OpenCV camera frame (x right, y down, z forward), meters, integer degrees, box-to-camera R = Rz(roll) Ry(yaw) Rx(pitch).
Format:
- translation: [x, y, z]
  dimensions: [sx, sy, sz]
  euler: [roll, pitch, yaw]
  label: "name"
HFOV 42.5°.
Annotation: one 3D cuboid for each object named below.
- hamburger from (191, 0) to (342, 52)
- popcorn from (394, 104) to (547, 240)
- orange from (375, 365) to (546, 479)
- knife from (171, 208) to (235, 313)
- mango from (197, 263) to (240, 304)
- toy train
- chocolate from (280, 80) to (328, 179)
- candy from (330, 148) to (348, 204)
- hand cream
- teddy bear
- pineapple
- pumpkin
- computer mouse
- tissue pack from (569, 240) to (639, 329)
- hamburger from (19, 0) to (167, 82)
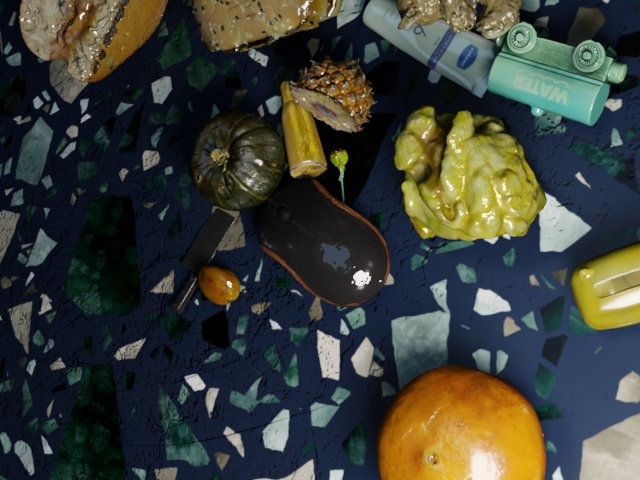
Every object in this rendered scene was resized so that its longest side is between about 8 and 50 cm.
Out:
- translation: [-0.126, -0.552, 1.748]
  dimensions: [0.318, 0.195, 0.276]
  euler: [-11, 101, 30]
  label: "hamburger"
- translation: [0.263, -0.107, 1.436]
  dimensions: [0.250, 0.242, 0.235]
  euler: [15, 82, 28]
  label: "popcorn"
- translation: [0.226, 0.348, 1.344]
  dimensions: [0.284, 0.226, 0.284]
  euler: [-8, 76, 33]
  label: "orange"
- translation: [-0.271, 0.044, 1.816]
  dimensions: [0.072, 0.019, 0.245]
  euler: [30, 89, 35]
  label: "knife"
- translation: [-0.219, 0.090, 1.748]
  dimensions: [0.114, 0.060, 0.080]
  euler: [37, 111, 29]
  label: "mango"
- translation: [0.419, -0.302, 1.491]
  dimensions: [0.248, 0.101, 0.159]
  euler: [28, 107, 32]
  label: "toy train"
- translation: [-0.045, -0.239, 1.728]
  dimensions: [0.086, 0.085, 0.219]
  euler: [-21, 68, 23]
  label: "chocolate"
- translation: [0.041, -0.129, 1.684]
  dimensions: [0.035, 0.035, 0.123]
  euler: [158, 109, -70]
  label: "candy"
- translation: [0.221, -0.402, 1.651]
  dimensions: [0.321, 0.067, 0.109]
  euler: [35, 94, 23]
  label: "hand cream"
- translation: [0.257, -0.483, 1.558]
  dimensions: [0.256, 0.156, 0.267]
  euler: [-13, 43, 37]
  label: "teddy bear"
- translation: [0.041, -0.315, 1.659]
  dimensions: [0.176, 0.161, 0.137]
  euler: [26, 79, 17]
  label: "pineapple"
- translation: [-0.179, -0.170, 1.735]
  dimensions: [0.224, 0.157, 0.223]
  euler: [-5, 79, 30]
  label: "pumpkin"
- translation: [-0.002, -0.001, 1.624]
  dimensions: [0.323, 0.116, 0.183]
  euler: [39, 92, 31]
  label: "computer mouse"
- translation: [0.497, 0.070, 1.324]
  dimensions: [0.178, 0.127, 0.123]
  euler: [-23, 69, 23]
  label: "tissue pack"
- translation: [-0.514, -0.599, 1.965]
  dimensions: [0.268, 0.287, 0.445]
  euler: [25, 96, 8]
  label: "hamburger"
